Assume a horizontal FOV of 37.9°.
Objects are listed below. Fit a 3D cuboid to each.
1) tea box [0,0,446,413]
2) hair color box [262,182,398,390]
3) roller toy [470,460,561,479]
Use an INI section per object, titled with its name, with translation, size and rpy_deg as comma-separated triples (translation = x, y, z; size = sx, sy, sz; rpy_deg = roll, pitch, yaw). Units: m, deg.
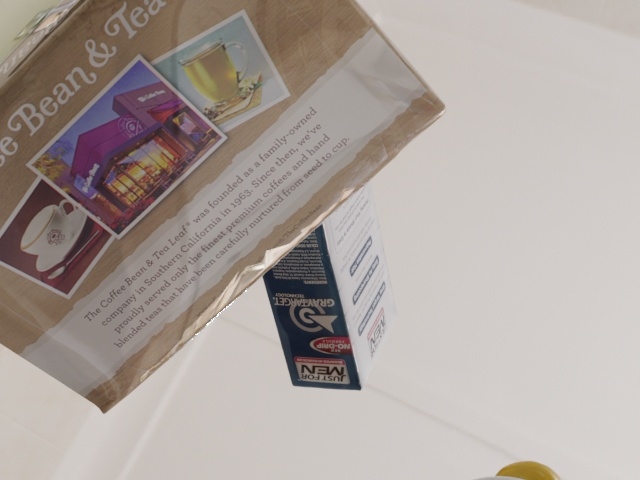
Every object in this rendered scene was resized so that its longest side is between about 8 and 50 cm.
[tea box]
translation = -0.137, -0.115, 0.711
size = 0.329, 0.220, 0.323
rpy_deg = -41, -150, 10
[hair color box]
translation = 0.000, 0.000, 1.177
size = 0.105, 0.347, 0.174
rpy_deg = -1, -151, 24
[roller toy]
translation = 0.170, 0.324, 0.861
size = 0.209, 0.146, 0.191
rpy_deg = -33, -141, -2
